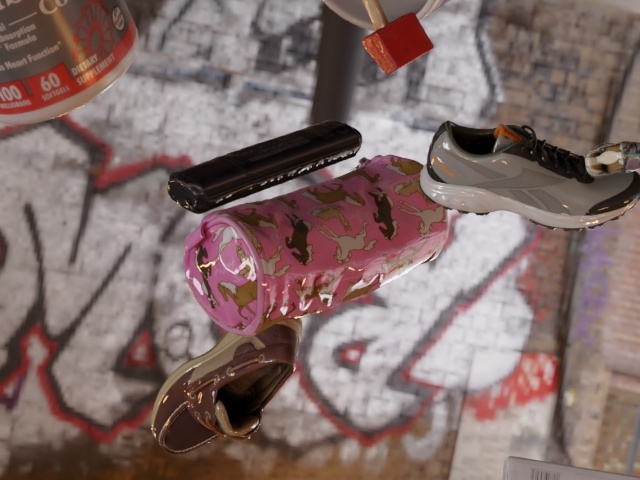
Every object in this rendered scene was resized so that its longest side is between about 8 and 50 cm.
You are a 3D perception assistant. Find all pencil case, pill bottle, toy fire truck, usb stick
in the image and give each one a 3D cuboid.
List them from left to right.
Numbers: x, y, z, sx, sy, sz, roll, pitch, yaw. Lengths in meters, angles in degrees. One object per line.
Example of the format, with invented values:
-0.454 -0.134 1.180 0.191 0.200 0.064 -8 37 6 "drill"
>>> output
-0.359 -0.325 1.394 0.210 0.210 0.363 14 141 38 "pill bottle"
-0.065 -0.095 1.591 0.278 0.045 0.077 -23 -145 -37 "usb stick"
0.000 0.000 1.729 0.167 0.160 0.386 30 -145 35 "pencil case"
0.047 -0.253 1.132 0.047 0.192 0.135 -32 180 -20 "toy fire truck"

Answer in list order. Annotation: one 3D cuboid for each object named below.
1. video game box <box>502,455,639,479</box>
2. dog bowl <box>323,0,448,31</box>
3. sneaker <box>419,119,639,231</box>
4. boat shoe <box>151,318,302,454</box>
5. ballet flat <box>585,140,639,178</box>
0.320 0.377 1.584 0.205 0.187 0.048 9 159 2 "video game box"
0.083 -0.413 1.670 0.265 0.265 0.104 15 -141 41 "dog bowl"
0.259 -0.084 1.553 0.271 0.108 0.100 7 -144 2 "sneaker"
-0.143 0.240 1.922 0.123 0.342 0.123 27 -143 -31 "boat shoe"
0.324 -0.092 1.452 0.041 0.041 0.114 9 173 -21 "ballet flat"
